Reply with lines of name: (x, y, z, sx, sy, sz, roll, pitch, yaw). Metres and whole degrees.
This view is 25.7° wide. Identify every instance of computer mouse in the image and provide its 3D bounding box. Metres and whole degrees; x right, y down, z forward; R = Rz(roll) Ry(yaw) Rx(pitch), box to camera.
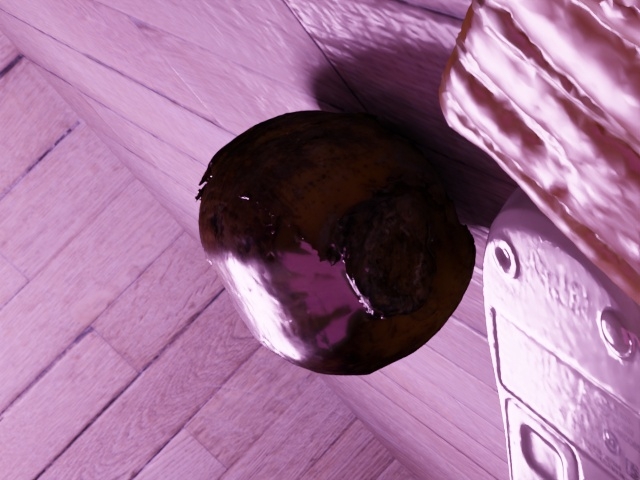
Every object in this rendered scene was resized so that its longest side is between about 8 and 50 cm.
computer mouse: (0.185, 0.097, 0.784, 0.184, 0.121, 0.297, 39, 144, 58)

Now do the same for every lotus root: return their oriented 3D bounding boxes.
lotus root: (0.000, 0.000, 1.075, 0.196, 0.179, 0.397, 44, 173, -14)

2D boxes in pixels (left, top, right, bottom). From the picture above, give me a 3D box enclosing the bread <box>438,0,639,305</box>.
bread: (0.159, -0.027, 0.431, 0.246, 0.111, 0.239, 43, 172, 6)
